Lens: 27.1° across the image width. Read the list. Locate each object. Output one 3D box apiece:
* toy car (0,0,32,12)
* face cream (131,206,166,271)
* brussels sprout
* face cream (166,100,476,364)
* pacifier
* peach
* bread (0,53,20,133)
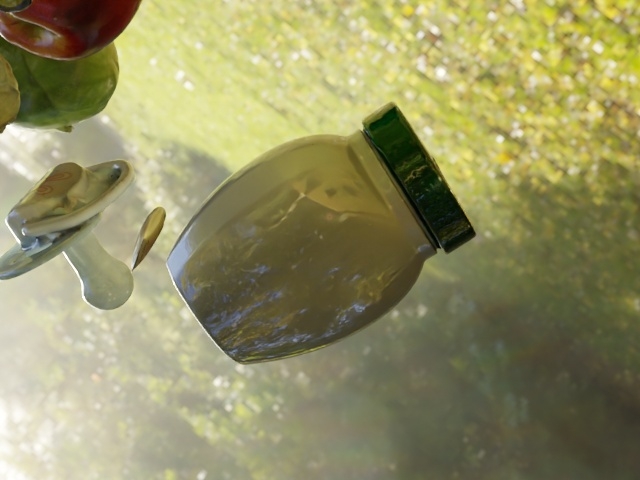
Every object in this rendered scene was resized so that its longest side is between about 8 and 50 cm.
[{"bbox_3d":[-0.305,-0.237,1.112,0.098,0.161,0.126,26,-132,-47],"label":"toy car"},{"bbox_3d":[-0.176,-0.004,1.353,0.020,0.038,0.115,22,-160,-3],"label":"face cream"},{"bbox_3d":[-0.432,-0.271,2.119,0.244,0.244,0.244,37,173,6],"label":"brussels sprout"},{"bbox_3d":[0.000,0.000,1.723,0.312,0.357,0.219,53,-173,-50],"label":"face cream"},{"bbox_3d":[-0.348,0.002,1.985,0.225,0.238,0.287,59,-154,-22],"label":"pacifier"},{"bbox_3d":[-0.363,-0.375,1.918,0.243,0.243,0.199,28,161,53],"label":"peach"},{"bbox_3d":[-0.415,-0.140,1.267,0.195,0.176,0.246,56,145,-7],"label":"bread"}]
